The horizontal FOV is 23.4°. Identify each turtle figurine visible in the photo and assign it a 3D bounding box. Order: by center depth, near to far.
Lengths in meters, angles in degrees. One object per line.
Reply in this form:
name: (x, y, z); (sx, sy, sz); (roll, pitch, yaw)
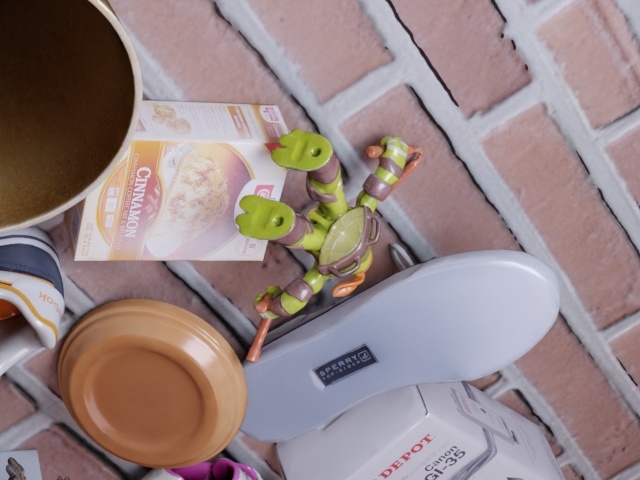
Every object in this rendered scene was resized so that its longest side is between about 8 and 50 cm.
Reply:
turtle figurine: (0.000, 0.000, 1.443); (0.269, 0.087, 0.217); (-48, 151, -1)

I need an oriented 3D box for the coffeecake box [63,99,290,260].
coffeecake box: (-0.133, -0.054, 1.433); (0.185, 0.068, 0.142); (0, 130, -21)

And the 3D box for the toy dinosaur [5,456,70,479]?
toy dinosaur: (-0.371, 0.246, 1.508); (0.200, 0.295, 0.127); (-37, 174, 10)

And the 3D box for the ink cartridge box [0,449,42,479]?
ink cartridge box: (-0.380, 0.312, 1.632); (0.176, 0.127, 0.128); (0, 129, -19)

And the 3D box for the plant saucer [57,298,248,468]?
plant saucer: (-0.174, 0.153, 1.565); (0.200, 0.037, 0.200); (5, 118, 9)

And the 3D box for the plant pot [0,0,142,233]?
plant pot: (-0.273, -0.172, 1.143); (0.237, 0.254, 0.237); (-11, 134, -12)

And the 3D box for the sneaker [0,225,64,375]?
sneaker: (-0.393, 0.087, 1.428); (0.321, 0.127, 0.126); (-19, 136, -1)

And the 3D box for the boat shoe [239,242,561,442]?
boat shoe: (0.077, 0.087, 1.593); (0.367, 0.156, 0.136); (-27, 107, 21)

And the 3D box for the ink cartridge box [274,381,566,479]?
ink cartridge box: (0.118, 0.267, 1.783); (0.207, 0.117, 0.283); (-42, 131, 19)

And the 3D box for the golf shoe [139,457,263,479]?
golf shoe: (-0.084, 0.323, 1.768); (0.306, 0.115, 0.140); (15, 121, -32)
